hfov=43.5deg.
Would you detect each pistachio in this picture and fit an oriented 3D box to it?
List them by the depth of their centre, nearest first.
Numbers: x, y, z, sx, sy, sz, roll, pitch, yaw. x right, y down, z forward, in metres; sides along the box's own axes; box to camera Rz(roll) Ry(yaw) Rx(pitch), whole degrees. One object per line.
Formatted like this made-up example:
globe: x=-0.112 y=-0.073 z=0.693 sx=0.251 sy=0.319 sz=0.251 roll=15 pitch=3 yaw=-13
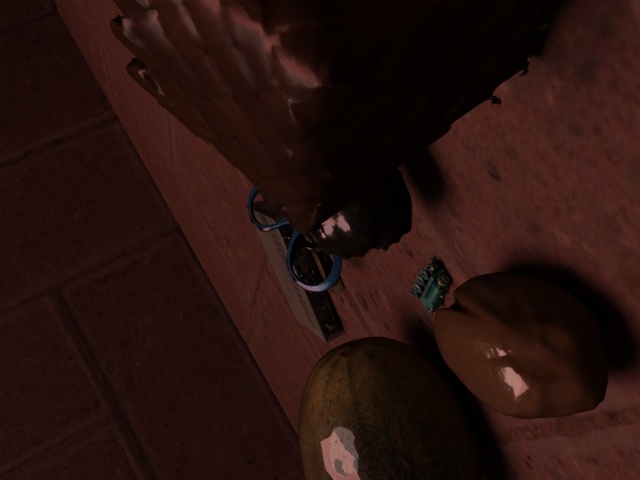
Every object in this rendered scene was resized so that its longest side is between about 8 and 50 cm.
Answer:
pistachio: x=0.183 y=0.096 z=0.758 sx=0.135 sy=0.136 sz=0.226 roll=66 pitch=170 yaw=-14

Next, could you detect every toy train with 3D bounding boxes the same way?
toy train: x=0.138 y=0.058 z=1.001 sx=0.045 sy=0.029 sz=0.092 roll=49 pitch=160 yaw=17

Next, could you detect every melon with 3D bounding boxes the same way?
melon: x=0.095 y=0.295 z=1.137 sx=0.248 sy=0.249 sz=0.329 roll=7 pitch=115 yaw=71

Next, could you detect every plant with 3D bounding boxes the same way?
plant: x=0.024 y=-0.107 z=0.882 sx=0.164 sy=0.142 sz=0.256 roll=149 pitch=104 yaw=-74

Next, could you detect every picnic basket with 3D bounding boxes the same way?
picnic basket: x=-0.014 y=-0.208 z=0.540 sx=0.321 sy=0.291 sz=0.254 roll=49 pitch=162 yaw=13

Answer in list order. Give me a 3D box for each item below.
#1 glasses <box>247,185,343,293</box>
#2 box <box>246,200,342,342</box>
glasses: x=-0.032 y=0.018 z=1.329 sx=0.239 sy=0.102 sz=0.206 roll=51 pitch=161 yaw=33
box: x=-0.051 y=0.056 z=1.565 sx=0.270 sy=0.045 sz=0.211 roll=67 pitch=164 yaw=-17
